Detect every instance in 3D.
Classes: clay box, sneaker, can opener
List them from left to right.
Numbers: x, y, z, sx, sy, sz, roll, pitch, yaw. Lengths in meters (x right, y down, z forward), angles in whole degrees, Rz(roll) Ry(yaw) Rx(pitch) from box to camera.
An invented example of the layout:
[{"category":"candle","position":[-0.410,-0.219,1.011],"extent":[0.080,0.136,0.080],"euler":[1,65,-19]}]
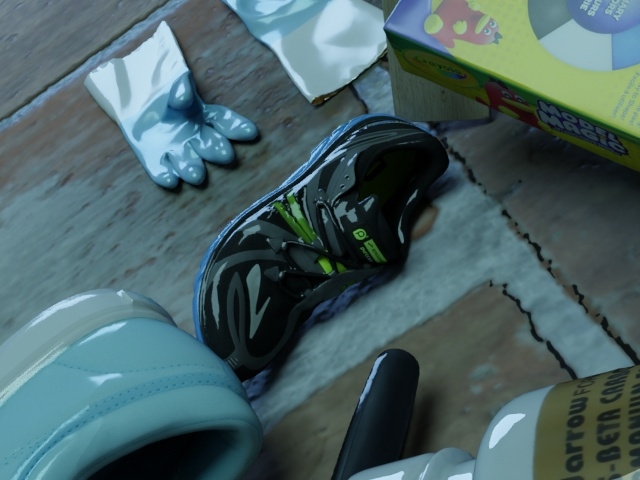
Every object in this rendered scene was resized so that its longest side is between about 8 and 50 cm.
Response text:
[{"category":"sneaker","position":[-0.172,0.183,0.735],"extent":[0.366,0.135,0.150],"euler":[-51,42,-11]},{"category":"sneaker","position":[0.000,0.000,0.844],"extent":[0.188,0.067,0.078],"euler":[-48,31,-19]},{"category":"can opener","position":[0.016,0.130,0.709],"extent":[0.186,0.073,0.059],"euler":[-76,12,-45]},{"category":"clay box","position":[0.158,-0.106,0.764],"extent":[0.222,0.053,0.127],"euler":[26,78,26]}]

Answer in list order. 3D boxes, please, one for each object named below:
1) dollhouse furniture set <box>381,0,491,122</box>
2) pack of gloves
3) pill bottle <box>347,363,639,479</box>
[{"category":"dollhouse furniture set","position":[0.125,-0.154,0.933],"extent":[0.144,0.123,0.151],"euler":[-1,21,17]},{"category":"pack of gloves","position":[-0.070,-0.140,1.078],"extent":[0.195,0.046,0.232],"euler":[-39,36,-1]},{"category":"pill bottle","position":[0.125,0.110,0.562],"extent":[0.229,0.131,0.131],"euler":[-17,40,25]}]
